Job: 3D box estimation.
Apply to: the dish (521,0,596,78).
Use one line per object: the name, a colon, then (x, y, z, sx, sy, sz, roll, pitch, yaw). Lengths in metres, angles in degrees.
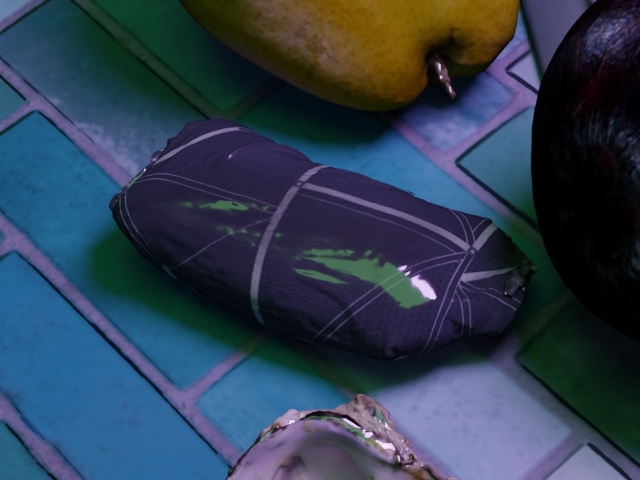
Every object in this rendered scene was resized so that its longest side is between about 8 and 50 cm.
dish: (0.268, -0.197, 1.407, 0.182, 0.080, 0.243, -10, 53, 2)

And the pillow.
pillow: (0.000, 0.000, 1.297, 0.335, 0.092, 0.161, 21, 56, 21)

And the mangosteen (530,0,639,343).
mangosteen: (0.300, -0.054, 1.182, 0.300, 0.300, 0.300, -4, 54, 6)

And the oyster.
oyster: (0.020, 0.191, 1.180, 0.191, 0.081, 0.163, 17, 82, 2)

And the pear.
pear: (0.012, -0.268, 1.379, 0.336, 0.285, 0.285, 28, 63, 23)
